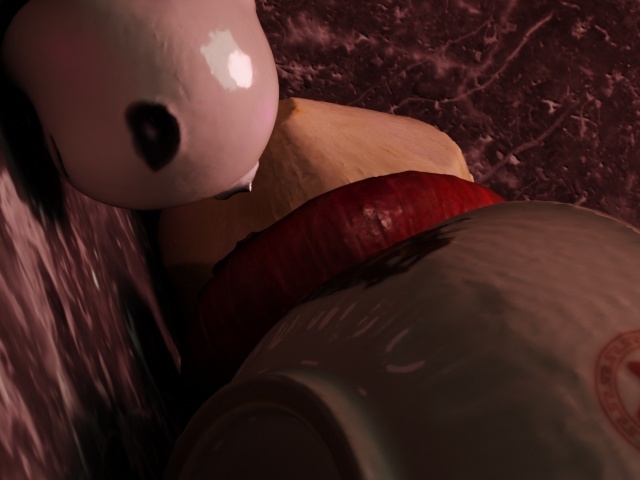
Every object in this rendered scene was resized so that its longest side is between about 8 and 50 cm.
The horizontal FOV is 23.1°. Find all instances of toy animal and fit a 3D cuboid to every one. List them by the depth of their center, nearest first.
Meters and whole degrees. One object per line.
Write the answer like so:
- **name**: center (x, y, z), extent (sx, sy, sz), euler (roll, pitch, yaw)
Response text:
- **toy animal**: center (-0.098, -0.104, 0.768), extent (0.166, 0.138, 0.179), euler (16, 61, -63)

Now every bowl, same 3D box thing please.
- **bowl**: center (0.029, 0.136, 0.688), extent (0.157, 0.337, 0.337), euler (11, 50, -40)

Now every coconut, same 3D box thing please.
- **coconut**: center (0.000, 0.000, 1.096), extent (0.197, 0.237, 0.237), euler (-114, -176, -58)

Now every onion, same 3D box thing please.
- **onion**: center (0.034, 0.072, 0.941), extent (0.161, 0.248, 0.248), euler (-85, 158, -61)
